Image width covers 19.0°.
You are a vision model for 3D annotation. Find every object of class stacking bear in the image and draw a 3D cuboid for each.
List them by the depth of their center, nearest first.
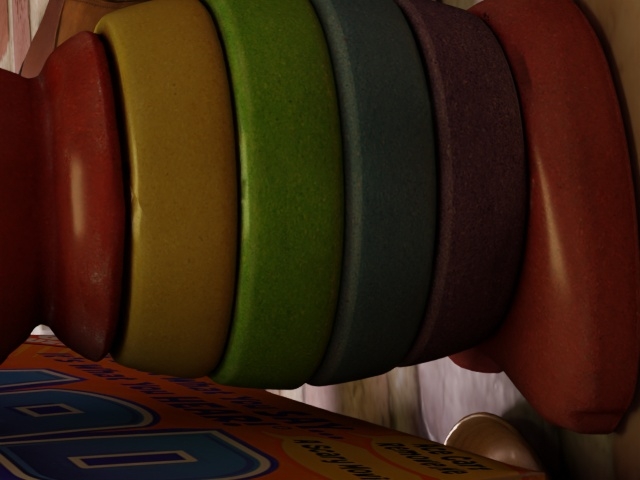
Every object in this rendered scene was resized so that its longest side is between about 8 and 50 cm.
[{"bbox_3d":[-0.050,-0.013,0.702,0.175,0.289,0.164,-151,60,-72],"label":"stacking bear"}]

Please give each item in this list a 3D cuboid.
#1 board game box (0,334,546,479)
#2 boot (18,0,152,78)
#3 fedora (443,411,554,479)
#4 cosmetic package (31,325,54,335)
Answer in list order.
[{"bbox_3d":[-0.168,0.241,0.694,0.356,0.356,0.356,9,101,58],"label":"board game box"},{"bbox_3d":[-0.083,-0.177,1.034,0.264,0.096,0.280,-58,12,-9],"label":"boot"},{"bbox_3d":[0.049,0.165,0.767,0.194,0.079,0.194,178,90,-75],"label":"fedora"},{"bbox_3d":[-0.146,0.094,1.321,0.365,0.155,0.197,106,157,-50],"label":"cosmetic package"}]
